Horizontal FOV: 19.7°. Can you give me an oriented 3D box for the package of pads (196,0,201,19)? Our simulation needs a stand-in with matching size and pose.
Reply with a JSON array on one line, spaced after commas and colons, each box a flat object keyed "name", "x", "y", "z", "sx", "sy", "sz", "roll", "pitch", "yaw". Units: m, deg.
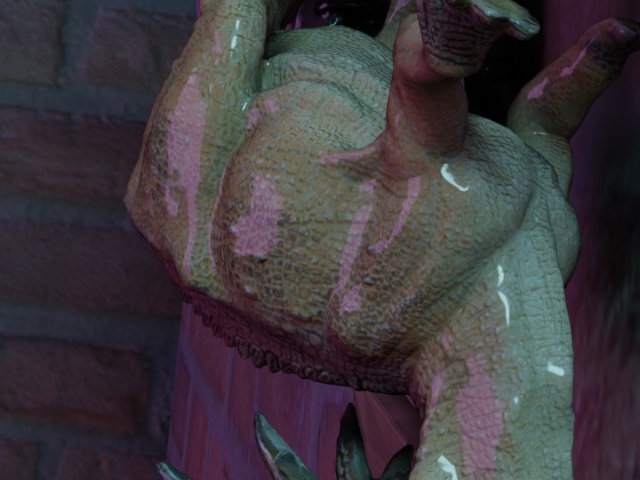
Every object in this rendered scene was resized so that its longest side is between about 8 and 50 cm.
[{"name": "package of pads", "x": -0.032, "y": -0.112, "z": 0.719, "sx": 0.083, "sy": 0.032, "sz": 0.050, "roll": 121, "pitch": 149, "yaw": -80}]

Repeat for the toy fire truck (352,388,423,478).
[{"name": "toy fire truck", "x": 0.006, "y": 0.163, "z": 0.679, "sx": 0.246, "sy": 0.158, "sz": 0.217, "roll": -28, "pitch": -44, "yaw": -51}]

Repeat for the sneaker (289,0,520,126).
[{"name": "sneaker", "x": 0.034, "y": -0.106, "z": 0.719, "sx": 0.135, "sy": 0.097, "sz": 0.276, "roll": -106, "pitch": 21, "yaw": -69}]

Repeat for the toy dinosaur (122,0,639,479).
[{"name": "toy dinosaur", "x": 0.000, "y": 0.000, "z": 0.551, "sx": 0.200, "sy": 0.127, "sz": 0.296, "roll": -62, "pitch": 37, "yaw": 16}]
